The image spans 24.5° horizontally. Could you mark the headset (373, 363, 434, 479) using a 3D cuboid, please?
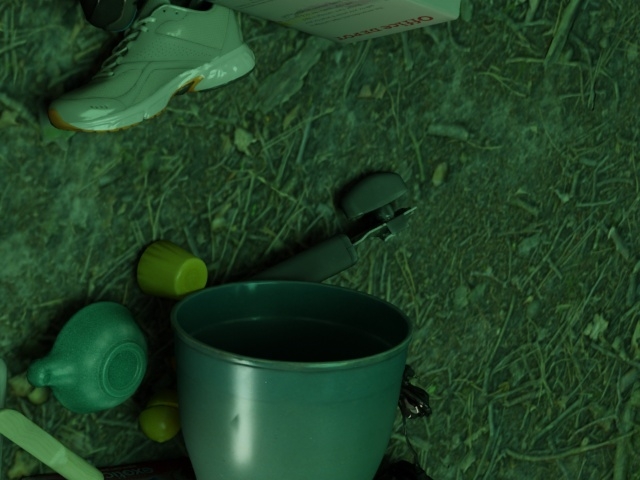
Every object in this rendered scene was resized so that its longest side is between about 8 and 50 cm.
[{"bbox_3d":[0.063,0.359,2.021,0.243,0.185,0.394,-5,125,-41],"label":"headset"}]

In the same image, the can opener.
[{"bbox_3d":[0.000,0.000,1.866,0.283,0.076,0.095,-26,89,-27],"label":"can opener"}]

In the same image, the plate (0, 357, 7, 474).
[{"bbox_3d":[-0.468,0.277,1.610,0.278,0.045,0.277,-6,110,-36],"label":"plate"}]

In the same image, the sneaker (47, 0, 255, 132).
[{"bbox_3d":[-0.196,-0.204,1.618,0.262,0.099,0.121,-30,116,-35],"label":"sneaker"}]

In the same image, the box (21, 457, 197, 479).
[{"bbox_3d":[-0.228,0.351,1.771,0.257,0.123,0.128,0,107,-38],"label":"box"}]

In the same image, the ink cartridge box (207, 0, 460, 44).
[{"bbox_3d":[-0.001,-0.349,1.604,0.270,0.198,0.197,12,79,-41],"label":"ink cartridge box"}]

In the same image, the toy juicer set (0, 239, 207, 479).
[{"bbox_3d":[-0.244,0.166,1.714,0.329,0.089,0.209,-43,132,-31],"label":"toy juicer set"}]

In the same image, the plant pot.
[{"bbox_3d":[-0.039,0.207,1.684,0.272,0.272,0.255,-9,111,-35],"label":"plant pot"}]

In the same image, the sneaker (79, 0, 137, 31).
[{"bbox_3d":[-0.277,-0.366,1.485,0.140,0.125,0.340,-21,112,-15],"label":"sneaker"}]
